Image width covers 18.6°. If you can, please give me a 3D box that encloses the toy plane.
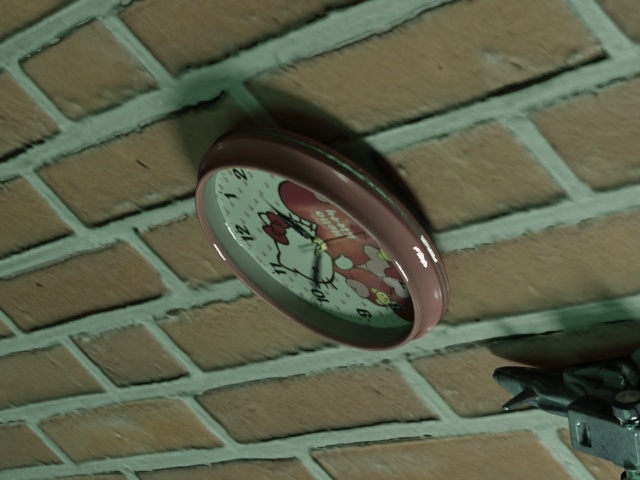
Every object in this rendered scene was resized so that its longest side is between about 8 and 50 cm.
[{"bbox_3d":[0.223,0.137,1.541,0.267,0.088,0.212,11,118,43],"label":"toy plane"}]

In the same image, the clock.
[{"bbox_3d":[0.001,-0.001,1.629,0.244,0.056,0.244,27,151,17],"label":"clock"}]
